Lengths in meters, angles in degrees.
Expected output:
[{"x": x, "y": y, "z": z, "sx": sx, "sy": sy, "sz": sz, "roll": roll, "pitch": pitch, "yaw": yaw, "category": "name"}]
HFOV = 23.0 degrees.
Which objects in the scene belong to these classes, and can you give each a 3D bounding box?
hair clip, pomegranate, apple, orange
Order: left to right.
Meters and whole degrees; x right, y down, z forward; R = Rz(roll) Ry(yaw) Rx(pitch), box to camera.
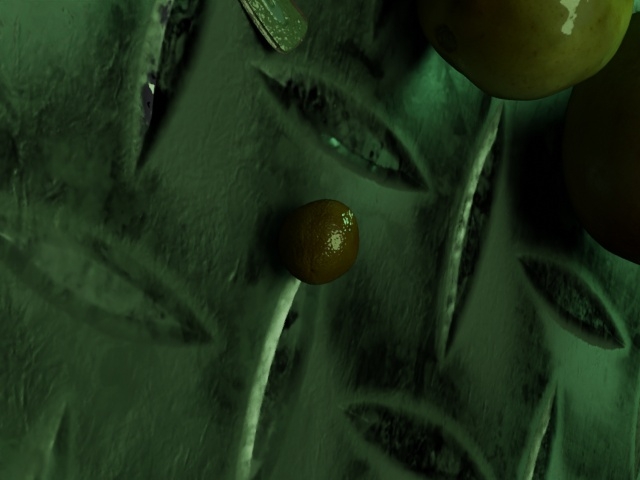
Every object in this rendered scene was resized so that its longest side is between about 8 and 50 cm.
[{"x": -0.051, "y": -0.230, "z": 1.401, "sx": 0.054, "sy": 0.022, "sz": 0.137, "roll": -55, "pitch": 132, "yaw": -34, "category": "hair clip"}, {"x": 0.000, "y": 0.000, "z": 1.437, "sx": 0.085, "sy": 0.085, "sz": 0.085, "roll": -4, "pitch": 95, "yaw": -52, "category": "orange"}, {"x": 0.200, "y": -0.253, "z": 1.572, "sx": 0.233, "sy": 0.233, "sz": 0.233, "roll": -4, "pitch": 95, "yaw": -52, "category": "pomegranate"}, {"x": 0.444, "y": -0.119, "z": 1.795, "sx": 0.338, "sy": 0.338, "sz": 0.305, "roll": 16, "pitch": 79, "yaw": -51, "category": "apple"}]
